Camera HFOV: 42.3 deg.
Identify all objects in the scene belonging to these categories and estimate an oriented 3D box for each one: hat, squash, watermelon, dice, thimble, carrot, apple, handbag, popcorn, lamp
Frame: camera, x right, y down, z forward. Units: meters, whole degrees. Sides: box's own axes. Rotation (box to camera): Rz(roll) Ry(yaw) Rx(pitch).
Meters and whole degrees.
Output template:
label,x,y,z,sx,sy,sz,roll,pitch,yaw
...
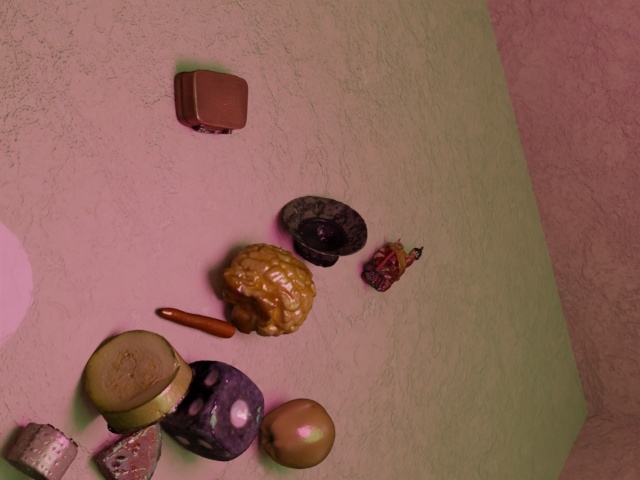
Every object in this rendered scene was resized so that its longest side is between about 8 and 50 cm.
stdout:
label,x,y,z,sx,sy,sz,roll,pitch,yaw
hat,0.000,0.000,2.295,0.265,0.265,0.128,-28,145,-48
squash,-0.383,0.299,1.753,0.220,0.220,0.133,-51,131,-39
watermelon,-0.430,0.470,1.820,0.139,0.071,0.187,19,84,-43
dice,-0.254,0.400,1.946,0.181,0.183,0.182,55,49,-34
thimble,-0.548,0.423,1.635,0.090,0.102,0.115,-61,141,-32
carrot,-0.297,0.198,2.003,0.248,0.043,0.043,25,71,-48
apple,-0.060,0.511,2.194,0.200,0.200,0.200,0,91,-52
handbag,-0.262,-0.336,2.021,0.193,0.072,0.151,-4,93,-54
popcorn,-0.144,0.125,2.077,0.251,0.206,0.237,1,104,-41
lamp,0.231,0.062,2.617,0.253,0.118,0.118,-42,122,-42
